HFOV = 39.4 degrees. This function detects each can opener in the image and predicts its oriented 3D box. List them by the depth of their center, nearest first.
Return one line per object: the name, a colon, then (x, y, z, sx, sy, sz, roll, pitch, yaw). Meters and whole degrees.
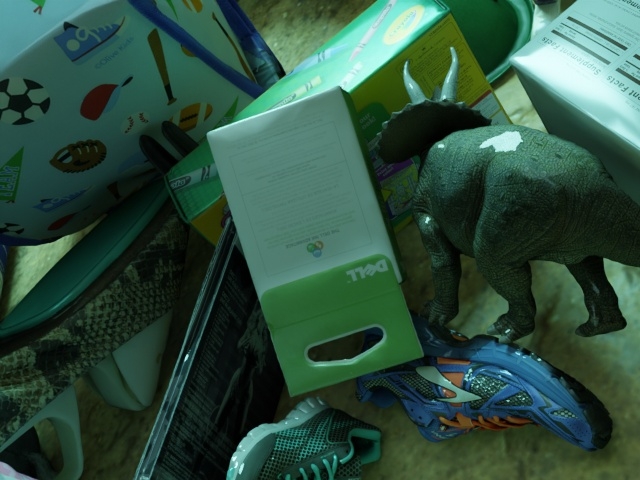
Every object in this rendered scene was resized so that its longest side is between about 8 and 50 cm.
can opener: (-0.106, -0.048, 0.859, 0.059, 0.186, 0.073, -32, 43, 1)

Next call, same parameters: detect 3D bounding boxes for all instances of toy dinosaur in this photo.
toy dinosaur: (0.128, -0.019, 0.603, 0.121, 0.160, 0.313, -24, 27, -18)

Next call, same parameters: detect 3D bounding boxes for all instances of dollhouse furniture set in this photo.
dollhouse furniture set: (0.244, -0.223, 0.825, 0.114, 0.091, 0.081, -1, 72, 32)

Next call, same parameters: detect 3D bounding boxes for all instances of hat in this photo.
hat: (0.086, -0.259, 0.883, 0.173, 0.183, 0.208, -52, 44, -8)

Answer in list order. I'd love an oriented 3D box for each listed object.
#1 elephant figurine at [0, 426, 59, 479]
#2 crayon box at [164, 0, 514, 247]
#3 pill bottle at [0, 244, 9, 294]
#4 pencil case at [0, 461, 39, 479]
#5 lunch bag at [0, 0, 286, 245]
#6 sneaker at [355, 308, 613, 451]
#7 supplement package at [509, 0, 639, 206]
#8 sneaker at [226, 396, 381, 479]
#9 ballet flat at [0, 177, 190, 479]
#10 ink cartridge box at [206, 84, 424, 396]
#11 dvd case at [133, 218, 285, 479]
elephant figurine: (-0.403, 0.178, 0.856, 0.186, 0.239, 0.169, -36, 43, 7)
crayon box: (0.023, -0.076, 0.800, 0.278, 0.165, 0.081, -38, 43, 5)
pill bottle: (-0.459, 0.046, 1.065, 0.153, 0.153, 0.264, -25, 46, 18)
pencil case: (-0.191, 0.239, 0.634, 0.124, 0.273, 0.113, -19, 55, 20)
lunch bag: (-0.238, -0.156, 0.903, 0.328, 0.385, 0.239, -30, 69, 14)
sneaker: (0.112, 0.114, 0.662, 0.221, 0.083, 0.087, 15, 80, 48)
supplement package: (0.279, -0.098, 0.608, 0.203, 0.194, 0.149, -41, 42, 3)
sneaker: (-0.008, 0.165, 0.662, 0.076, 0.065, 0.166, 10, 20, 27)
ballet flat: (-0.256, 0.130, 0.807, 0.164, 0.182, 0.483, -16, 21, 45)
ink cartridge box: (0.000, 0.000, 0.683, 0.109, 0.062, 0.209, -18, 88, 10)
dvd case: (-0.073, 0.119, 0.718, 0.018, 0.164, 0.221, 5, 59, 23)
